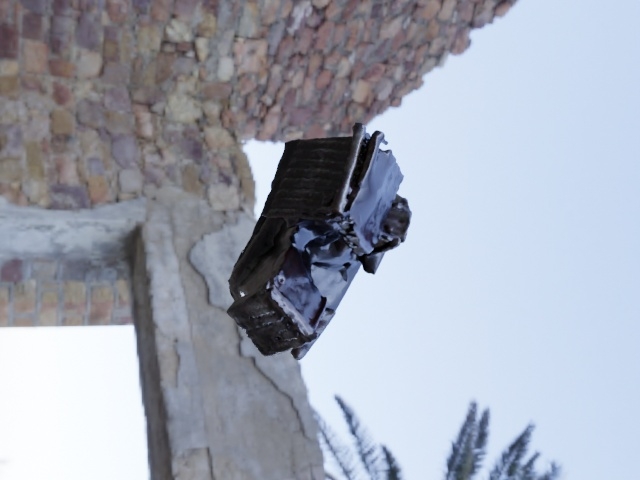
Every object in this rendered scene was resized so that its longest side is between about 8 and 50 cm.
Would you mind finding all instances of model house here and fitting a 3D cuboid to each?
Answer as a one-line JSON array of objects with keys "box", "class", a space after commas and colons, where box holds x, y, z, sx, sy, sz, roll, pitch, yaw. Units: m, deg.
[{"box": [0.006, 0.009, 0.655, 0.164, 0.141, 0.203, -2, -115, 68], "class": "model house"}]
